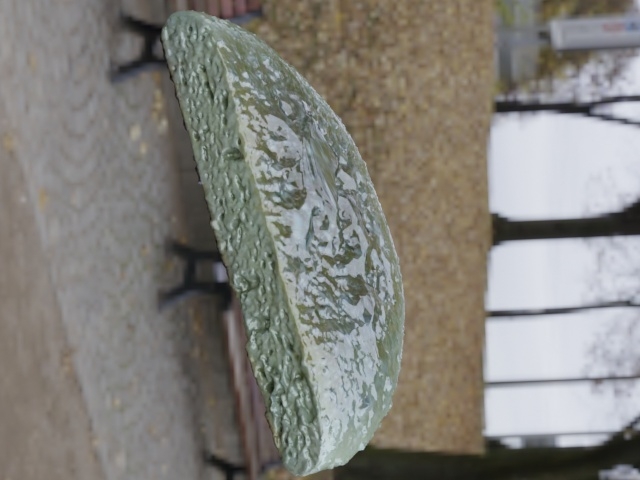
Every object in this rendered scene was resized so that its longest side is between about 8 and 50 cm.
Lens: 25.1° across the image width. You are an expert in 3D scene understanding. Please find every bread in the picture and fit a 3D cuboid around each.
[{"bbox_3d":[0.001,-0.003,0.604,0.112,0.036,0.192,0,71,-58],"label":"bread"}]
